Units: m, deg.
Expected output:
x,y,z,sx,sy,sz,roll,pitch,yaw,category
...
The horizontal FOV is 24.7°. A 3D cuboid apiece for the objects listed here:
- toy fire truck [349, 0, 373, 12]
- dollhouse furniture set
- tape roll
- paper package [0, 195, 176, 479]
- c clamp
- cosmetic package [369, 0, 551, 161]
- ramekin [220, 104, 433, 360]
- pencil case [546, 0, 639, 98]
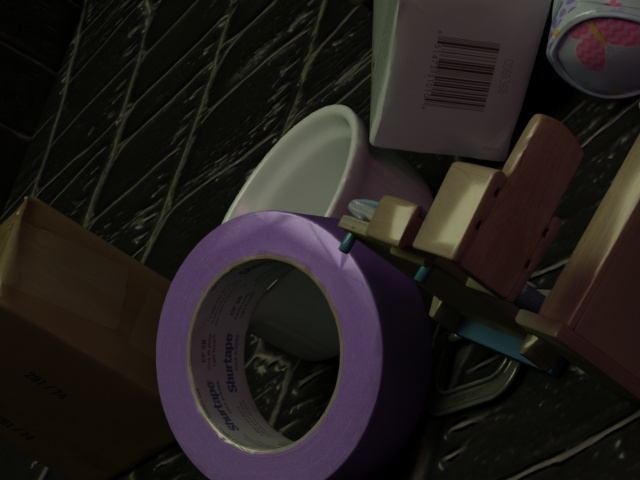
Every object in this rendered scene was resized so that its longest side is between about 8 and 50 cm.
x,y,z,sx,sy,sz,roll,pitch,yaw,category
0.098,-0.470,2.052,0.217,0.158,0.246,-44,14,29,toy fire truck
0.148,-0.036,1.178,0.303,0.286,0.198,20,77,54,dollhouse furniture set
-0.030,0.110,1.416,0.275,0.090,0.275,-3,84,35,tape roll
-0.329,0.139,1.857,0.309,0.325,0.168,-33,33,43,paper package
0.142,0.098,1.359,0.160,0.022,0.137,-20,42,55,c clamp
0.143,-0.288,1.593,0.385,0.156,0.217,-89,7,-51,cosmetic package
0.000,0.000,1.626,0.277,0.135,0.277,-44,26,27,ramekin
0.292,-0.263,1.415,0.113,0.124,0.273,88,-167,-51,pencil case
